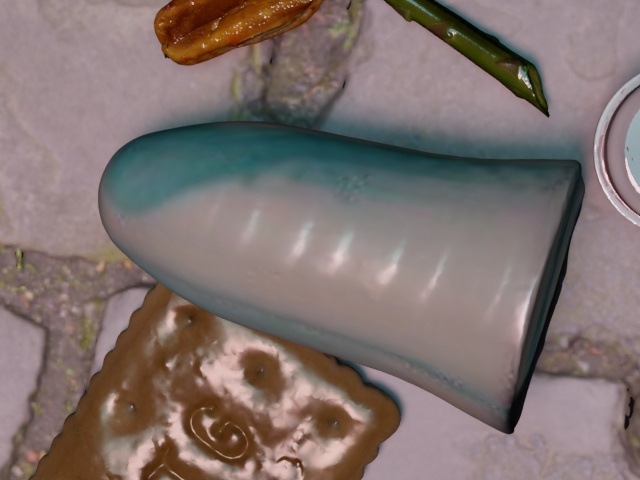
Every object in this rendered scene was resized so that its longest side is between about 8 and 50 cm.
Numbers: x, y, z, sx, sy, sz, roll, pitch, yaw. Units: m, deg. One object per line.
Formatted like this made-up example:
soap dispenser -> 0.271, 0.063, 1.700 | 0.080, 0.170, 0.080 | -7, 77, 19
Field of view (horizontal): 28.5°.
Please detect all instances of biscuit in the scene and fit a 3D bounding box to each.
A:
biscuit -> -0.109, 0.196, 0.949 | 0.217, 0.044, 0.325 | 35, 98, 3

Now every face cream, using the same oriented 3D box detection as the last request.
face cream -> 0.241, -0.061, 0.845 | 0.117, 0.104, 0.117 | 0, 94, 8

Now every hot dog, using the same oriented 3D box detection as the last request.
hot dog -> -0.057, -0.168, 0.906 | 0.144, 0.038, 0.062 | -23, 102, 21

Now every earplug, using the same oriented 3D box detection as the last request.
earplug -> 0.000, 0.000, 0.867 | 0.324, 0.185, 0.185 | 14, 96, 15

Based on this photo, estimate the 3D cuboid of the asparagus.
asparagus -> 0.071, -0.162, 0.898 | 0.236, 0.034, 0.027 | 34, 116, 7
